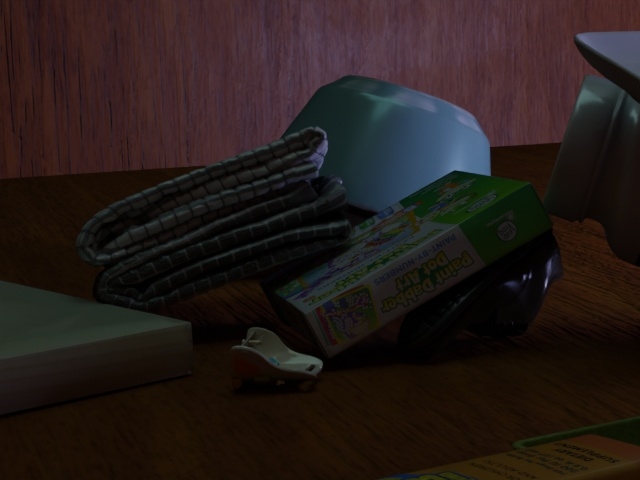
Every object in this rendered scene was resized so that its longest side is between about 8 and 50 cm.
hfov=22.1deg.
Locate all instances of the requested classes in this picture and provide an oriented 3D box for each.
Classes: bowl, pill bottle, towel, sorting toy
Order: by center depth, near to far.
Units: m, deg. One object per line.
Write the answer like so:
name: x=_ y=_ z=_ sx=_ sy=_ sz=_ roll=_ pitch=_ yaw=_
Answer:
sorting toy: x=-0.037 y=0.110 z=1.451 sx=0.075 sy=0.045 sz=0.083 roll=7 pitch=9 yaw=7
pill bottle: x=0.392 y=-0.043 z=1.574 sx=0.334 sy=0.188 sz=0.188 roll=18 pitch=12 yaw=8
towel: x=-0.112 y=-0.008 z=1.726 sx=0.283 sy=0.121 sz=0.235 roll=-21 pitch=0 yaw=-8
bowl: x=0.085 y=-0.101 z=2.032 sx=0.311 sy=0.163 sz=0.311 roll=17 pitch=-2 yaw=1

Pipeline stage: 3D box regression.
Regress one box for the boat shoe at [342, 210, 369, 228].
boat shoe: x=0.000 y=0.000 z=2.000 sx=0.258 sy=0.084 sz=0.095 roll=18 pitch=-2 yaw=1

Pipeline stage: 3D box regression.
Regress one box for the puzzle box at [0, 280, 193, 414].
puzzle box: x=-0.348 y=0.096 z=1.564 sx=0.272 sy=0.052 sz=0.409 roll=-10 pitch=12 yaw=-40

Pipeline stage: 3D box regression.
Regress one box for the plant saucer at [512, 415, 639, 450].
plant saucer: x=0.251 y=0.156 z=1.057 sx=0.188 sy=0.045 sz=0.188 roll=-7 pitch=10 yaw=-29

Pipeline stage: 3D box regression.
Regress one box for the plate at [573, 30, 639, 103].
plate: x=0.403 y=-0.120 z=1.457 sx=0.277 sy=0.045 sz=0.278 roll=-5 pitch=30 yaw=-24

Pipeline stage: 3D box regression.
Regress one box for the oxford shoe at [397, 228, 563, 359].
oxford shoe: x=0.165 y=0.061 z=1.580 sx=0.227 sy=0.096 sz=0.083 roll=-34 pitch=13 yaw=-34

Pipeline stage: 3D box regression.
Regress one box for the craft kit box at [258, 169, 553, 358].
craft kit box: x=0.076 y=0.016 z=1.624 sx=0.250 sy=0.061 sz=0.246 roll=-30 pitch=13 yaw=-8

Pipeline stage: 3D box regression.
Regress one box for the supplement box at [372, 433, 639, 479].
supplement box: x=0.086 y=0.168 z=0.917 sx=0.233 sy=0.080 sz=0.078 roll=-10 pitch=9 yaw=-30
